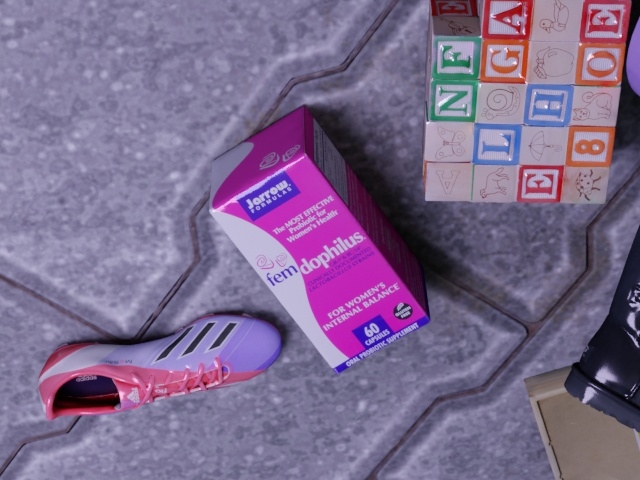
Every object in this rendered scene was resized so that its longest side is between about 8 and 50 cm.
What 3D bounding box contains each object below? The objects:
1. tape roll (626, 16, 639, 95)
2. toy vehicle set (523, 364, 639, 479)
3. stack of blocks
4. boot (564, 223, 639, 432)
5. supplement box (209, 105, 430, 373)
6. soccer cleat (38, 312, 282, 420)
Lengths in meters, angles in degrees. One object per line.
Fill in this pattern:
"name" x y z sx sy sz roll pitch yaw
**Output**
"tape roll" 0.365 -0.184 1.467 0.189 0.080 0.189 -30 145 -24
"toy vehicle set" 0.364 0.183 1.750 0.267 0.035 0.166 -16 118 6
"stack of blocks" 0.183 -0.179 1.493 0.171 0.087 0.297 2 124 0
"boot" 0.389 0.108 1.640 0.246 0.094 0.207 27 105 4
"supplement box" 0.000 0.000 1.591 0.111 0.114 0.220 -31 114 15
"soccer cleat" -0.160 0.133 1.665 0.248 0.095 0.083 -7 119 2
